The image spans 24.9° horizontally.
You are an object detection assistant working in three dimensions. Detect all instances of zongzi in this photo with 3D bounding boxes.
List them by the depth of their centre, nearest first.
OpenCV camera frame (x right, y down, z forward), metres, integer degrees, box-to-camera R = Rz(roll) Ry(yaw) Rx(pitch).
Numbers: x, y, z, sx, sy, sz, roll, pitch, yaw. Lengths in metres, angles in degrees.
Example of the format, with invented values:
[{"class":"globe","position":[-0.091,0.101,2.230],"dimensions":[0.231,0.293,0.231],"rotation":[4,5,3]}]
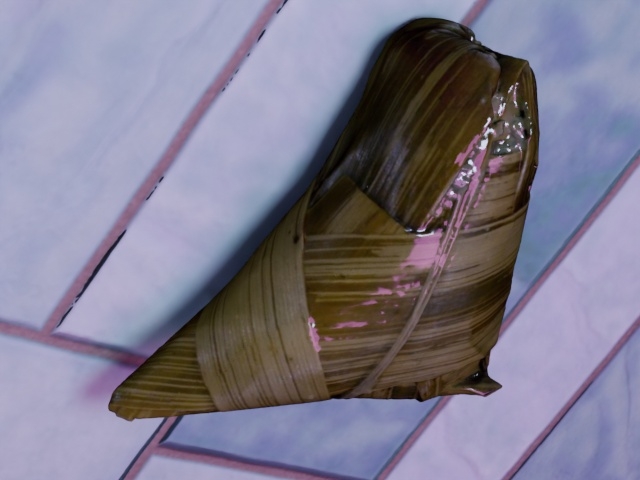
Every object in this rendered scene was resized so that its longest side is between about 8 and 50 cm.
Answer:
[{"class":"zongzi","position":[0.000,0.000,0.977],"dimensions":[0.288,0.134,0.286],"rotation":[-8,125,-22]}]
